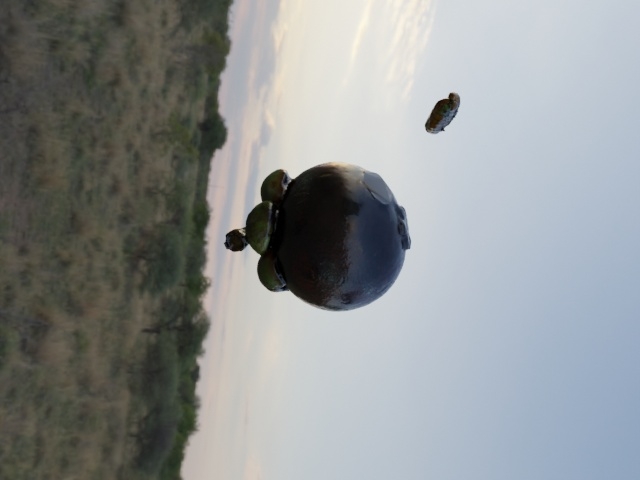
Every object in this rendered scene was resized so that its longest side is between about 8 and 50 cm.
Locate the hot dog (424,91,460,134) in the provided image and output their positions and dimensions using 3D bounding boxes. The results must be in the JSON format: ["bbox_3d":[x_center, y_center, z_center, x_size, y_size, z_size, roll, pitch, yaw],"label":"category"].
[{"bbox_3d":[0.191,-0.192,0.984,0.037,0.049,0.122,50,-5,5],"label":"hot dog"}]

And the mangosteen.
[{"bbox_3d":[0.017,-0.006,1.216,0.311,0.311,0.311,-174,-90,-78],"label":"mangosteen"}]
